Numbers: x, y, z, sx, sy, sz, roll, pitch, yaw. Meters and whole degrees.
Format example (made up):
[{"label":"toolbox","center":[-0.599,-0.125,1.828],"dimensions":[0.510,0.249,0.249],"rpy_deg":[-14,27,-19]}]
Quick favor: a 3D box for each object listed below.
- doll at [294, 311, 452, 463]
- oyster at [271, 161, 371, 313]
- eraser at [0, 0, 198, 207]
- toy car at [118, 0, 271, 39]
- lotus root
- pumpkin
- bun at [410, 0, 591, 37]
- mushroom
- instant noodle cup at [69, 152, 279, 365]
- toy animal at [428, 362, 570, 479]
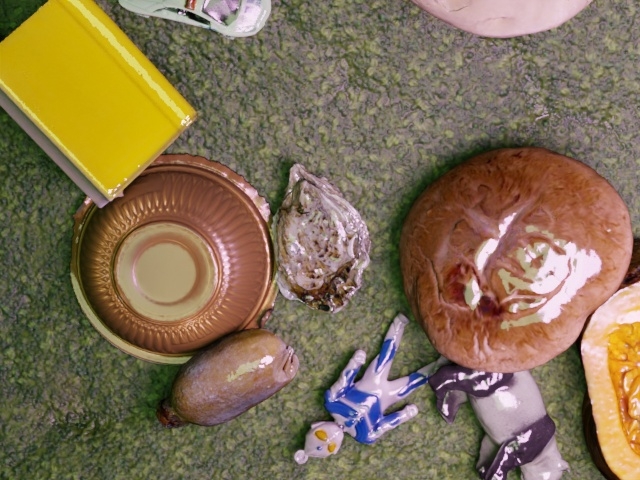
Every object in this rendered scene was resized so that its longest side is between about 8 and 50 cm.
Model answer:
[{"label":"doll","center":[0.057,0.204,1.436],"dimensions":[0.114,0.057,0.227],"rpy_deg":[44,94,-11]},{"label":"oyster","center":[0.000,0.000,1.397],"dimensions":[0.125,0.064,0.177],"rpy_deg":[10,105,0]},{"label":"eraser","center":[-0.268,-0.167,1.332],"dimensions":[0.226,0.069,0.158],"rpy_deg":[48,64,-12]},{"label":"toy car","center":[-0.148,-0.294,1.349],"dimensions":[0.186,0.058,0.093],"rpy_deg":[14,98,-2]},{"label":"lotus root","center":[-0.117,0.175,1.406],"dimensions":[0.192,0.113,0.088],"rpy_deg":[-31,61,10]},{"label":"pumpkin","center":[0.420,0.154,1.386],"dimensions":[0.222,0.139,0.317],"rpy_deg":[-11,97,6]},{"label":"bun","center":[0.178,-0.403,1.243],"dimensions":[0.326,0.234,0.362],"rpy_deg":[0,94,6]},{"label":"mushroom","center":[0.219,0.020,1.337],"dimensions":[0.278,0.146,0.278],"rpy_deg":[-6,73,21]},{"label":"instant noodle cup","center":[-0.178,0.032,1.391],"dimensions":[0.274,0.091,0.274],"rpy_deg":[0,99,0]},{"label":"toy animal","center":[0.226,0.228,1.425],"dimensions":[0.121,0.094,0.225],"rpy_deg":[-30,97,-3]}]
